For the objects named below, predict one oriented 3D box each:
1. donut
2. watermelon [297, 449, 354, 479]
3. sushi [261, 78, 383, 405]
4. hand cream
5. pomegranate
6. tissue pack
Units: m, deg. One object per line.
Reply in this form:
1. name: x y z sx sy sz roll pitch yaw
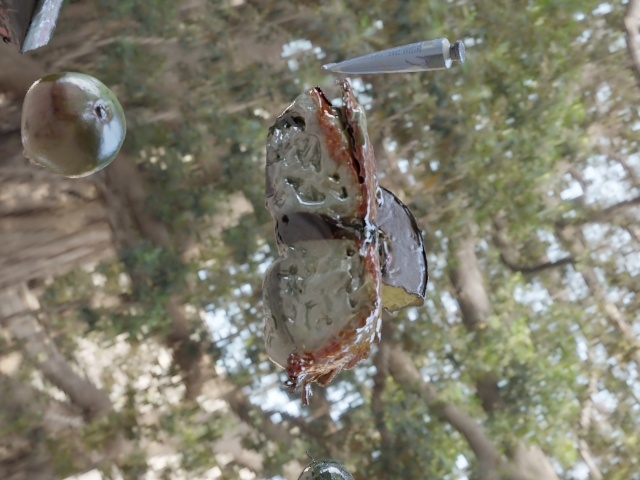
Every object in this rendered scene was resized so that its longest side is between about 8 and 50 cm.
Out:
1. donut: 0.069 -0.003 2.455 0.136 0.345 0.259 -27 -122 44
2. watermelon: 0.004 0.411 1.988 0.105 0.105 0.133 117 -44 -57
3. sushi: 0.000 0.000 1.234 0.124 0.130 0.332 43 42 -73
4. hand cream: 0.132 -0.326 2.125 0.256 0.088 0.055 -2 -78 21
5. pomegranate: -0.428 -0.185 1.980 0.210 0.180 0.180 -22 -90 43
6. tissue pack: -0.578 -0.512 2.057 0.332 0.123 0.245 37 -52 11
